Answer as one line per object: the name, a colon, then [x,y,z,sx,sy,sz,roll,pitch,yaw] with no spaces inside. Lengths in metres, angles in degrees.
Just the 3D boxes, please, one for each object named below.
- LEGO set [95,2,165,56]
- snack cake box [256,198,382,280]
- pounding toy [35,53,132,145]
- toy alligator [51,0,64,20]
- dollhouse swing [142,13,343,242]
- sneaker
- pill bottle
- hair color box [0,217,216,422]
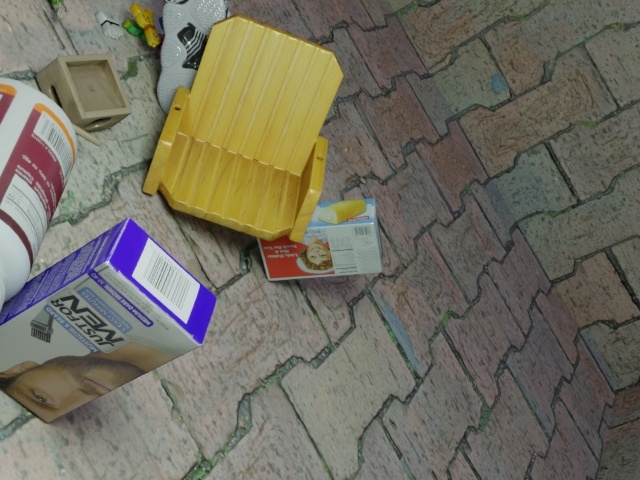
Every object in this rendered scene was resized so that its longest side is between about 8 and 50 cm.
LEGO set: [-0.383,-0.460,2.015,0.227,0.087,0.093,8,57,-54]
snack cake box: [0.000,0.000,1.996,0.089,0.265,0.152,-85,168,-47]
pounding toy: [-0.470,-0.247,1.692,0.206,0.094,0.181,-19,86,-52]
toy alligator: [-0.552,-0.523,1.843,0.051,0.056,0.189,1,56,-10]
dollhouse swing: [-0.136,-0.235,1.850,0.347,0.305,0.315,20,40,-11]
sneaker: [-0.266,-0.463,2.008,0.137,0.365,0.210,16,24,5]
pill bottle: [-0.509,-0.040,1.299,0.224,0.224,0.392,42,34,-30]
hair color box: [-0.340,0.125,1.299,0.185,0.339,0.110,46,34,-25]
